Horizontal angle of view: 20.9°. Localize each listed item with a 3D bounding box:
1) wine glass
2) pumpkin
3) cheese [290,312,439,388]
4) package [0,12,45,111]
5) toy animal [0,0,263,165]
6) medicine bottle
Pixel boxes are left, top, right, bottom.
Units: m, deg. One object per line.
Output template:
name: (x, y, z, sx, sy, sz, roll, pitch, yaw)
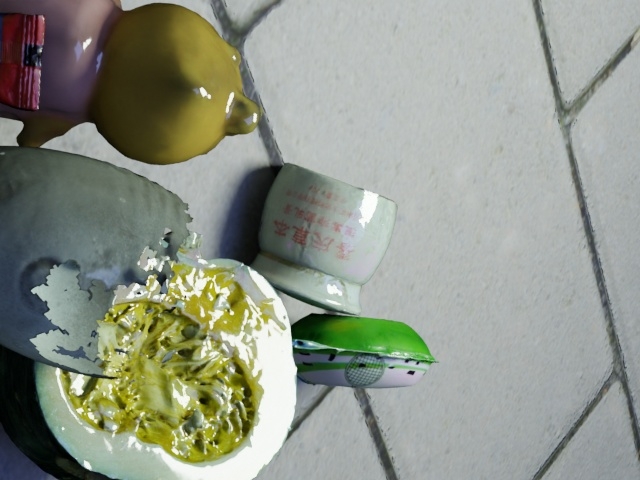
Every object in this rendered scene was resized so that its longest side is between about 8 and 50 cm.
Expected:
wine glass: (-0.283, -0.011, 1.468, 0.357, 0.190, 0.190, 23, 85, -21)
pumpkin: (-0.191, 0.130, 1.717, 0.293, 0.197, 0.263, 23, 66, -32)
cheese: (0.007, 0.124, 1.958, 0.320, 0.204, 0.083, 9, 85, -49)
package: (-0.330, -0.162, 1.455, 0.022, 0.200, 0.083, -67, 165, -71)
toy animal: (-0.185, -0.156, 1.531, 0.169, 0.281, 0.195, 159, -48, -84)
medicine bottle: (0.000, 0.000, 1.941, 0.147, 0.147, 0.143, 20, 90, -52)
